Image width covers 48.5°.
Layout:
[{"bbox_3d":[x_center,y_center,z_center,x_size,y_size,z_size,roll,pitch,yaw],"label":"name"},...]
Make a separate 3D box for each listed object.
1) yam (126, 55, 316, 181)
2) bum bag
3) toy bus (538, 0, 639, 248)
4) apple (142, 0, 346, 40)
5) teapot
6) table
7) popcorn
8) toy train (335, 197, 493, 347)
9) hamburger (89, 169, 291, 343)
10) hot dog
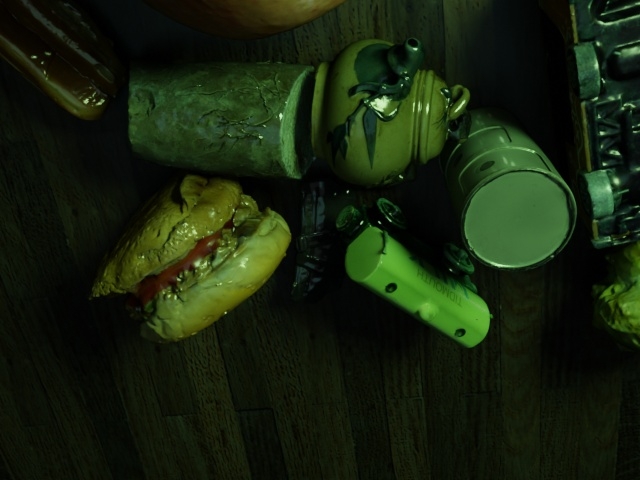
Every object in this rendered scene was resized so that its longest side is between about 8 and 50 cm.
[{"bbox_3d":[-0.122,-0.152,0.875,0.254,0.154,0.154,6,117,-1],"label":"yam"},{"bbox_3d":[0.000,0.000,1.007,0.087,0.049,0.197,-3,116,-20],"label":"bum bag"},{"bbox_3d":[0.351,-0.177,0.815,0.162,0.194,0.323,-13,119,10],"label":"toy bus"},{"bbox_3d":[-0.070,-0.363,0.655,0.364,0.364,0.364,1,117,2],"label":"apple"},{"bbox_3d":[0.089,-0.142,0.858,0.183,0.173,0.269,5,150,11],"label":"teapot"},{"bbox_3d":[0.217,-0.070,0.860,0.126,0.220,0.126,1,117,2],"label":"table"},{"bbox_3d":[0.453,0.068,0.944,0.198,0.198,0.212,-25,107,15],"label":"popcorn"},{"bbox_3d":[0.126,0.048,0.944,0.253,0.157,0.105,33,116,-29],"label":"toy train"},{"bbox_3d":[-0.170,0.018,0.926,0.244,0.244,0.163,-37,113,19],"label":"hamburger"},{"bbox_3d":[-0.353,-0.265,0.872,0.115,0.072,0.269,-38,108,20],"label":"hot dog"}]
